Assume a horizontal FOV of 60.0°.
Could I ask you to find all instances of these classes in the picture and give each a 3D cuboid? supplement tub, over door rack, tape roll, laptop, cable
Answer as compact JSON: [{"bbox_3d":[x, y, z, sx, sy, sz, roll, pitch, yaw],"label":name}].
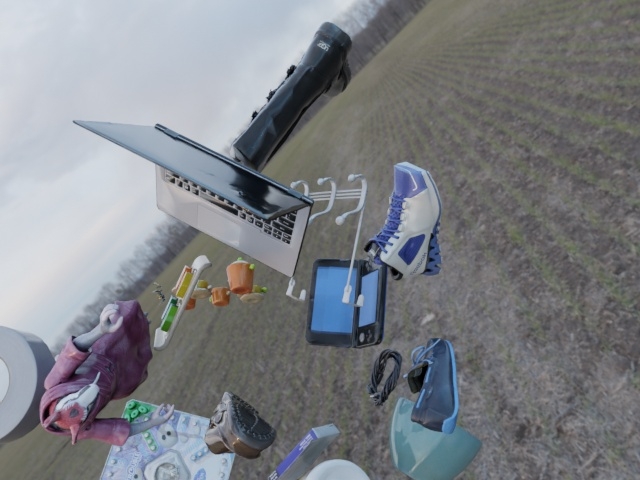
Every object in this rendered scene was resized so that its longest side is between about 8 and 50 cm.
[{"bbox_3d":[0.007,0.794,1.626,0.228,0.228,0.316,-54,-2,-41],"label":"supplement tub"},{"bbox_3d":[0.000,0.000,1.394,0.239,0.108,0.324,1,87,48],"label":"over door rack"},{"bbox_3d":[-0.620,0.273,1.050,0.219,0.219,0.072,-46,-16,-8],"label":"tape roll"},{"bbox_3d":[-0.238,-0.059,1.115,0.236,0.382,0.408,-55,-12,-40],"label":"laptop"},{"bbox_3d":[0.200,0.429,1.745,0.184,0.047,0.150,-62,13,18],"label":"cable"}]

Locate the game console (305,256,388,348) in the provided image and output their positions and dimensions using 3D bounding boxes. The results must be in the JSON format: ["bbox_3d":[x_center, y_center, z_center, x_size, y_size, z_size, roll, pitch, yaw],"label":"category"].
[{"bbox_3d":[0.080,0.181,1.737,0.250,0.173,0.293,141,137,-65],"label":"game console"}]

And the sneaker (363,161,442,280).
[{"bbox_3d":[0.202,-0.023,1.401,0.182,0.315,0.127,-19,25,-18],"label":"sneaker"}]

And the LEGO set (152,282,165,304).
[{"bbox_3d":[-0.492,0.162,1.704,0.023,0.054,0.083,-41,-18,-44],"label":"LEGO set"}]

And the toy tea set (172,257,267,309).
[{"bbox_3d":[-0.363,0.149,1.947,0.336,0.124,0.200,-6,-26,0],"label":"toy tea set"}]

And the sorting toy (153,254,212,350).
[{"bbox_3d":[-0.308,0.126,1.211,0.208,0.038,0.193,-61,15,-4],"label":"sorting toy"}]

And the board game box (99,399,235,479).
[{"bbox_3d":[-0.490,0.745,1.761,0.050,0.390,0.390,117,168,-68],"label":"board game box"}]

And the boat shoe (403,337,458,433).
[{"bbox_3d":[0.205,0.251,1.041,0.258,0.089,0.109,-60,-23,-74],"label":"boat shoe"}]

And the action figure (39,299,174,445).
[{"bbox_3d":[-0.418,0.240,0.981,0.275,0.248,0.370,-16,10,2],"label":"action figure"}]

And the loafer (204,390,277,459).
[{"bbox_3d":[-0.199,0.459,1.309,0.130,0.134,0.366,-56,5,-13],"label":"loafer"}]

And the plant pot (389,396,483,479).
[{"bbox_3d":[0.328,0.647,1.726,0.195,0.290,0.290,-59,14,-15],"label":"plant pot"}]

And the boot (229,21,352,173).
[{"bbox_3d":[-0.084,-0.373,1.635,0.445,0.146,0.367,-58,-7,-6],"label":"boot"}]

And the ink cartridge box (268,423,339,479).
[{"bbox_3d":[-0.062,0.675,1.735,0.223,0.045,0.224,-50,-26,7],"label":"ink cartridge box"}]
